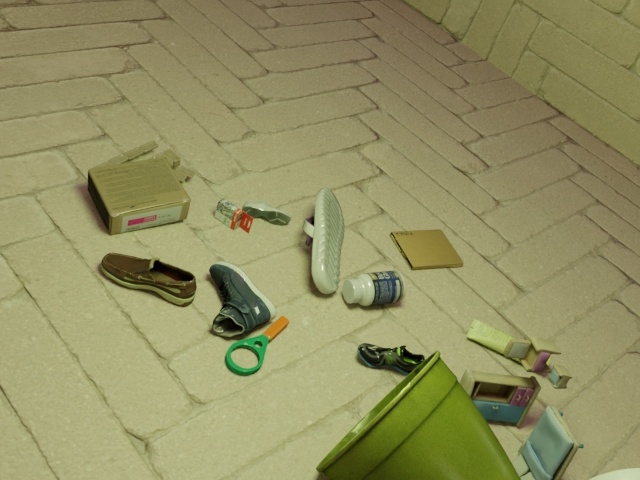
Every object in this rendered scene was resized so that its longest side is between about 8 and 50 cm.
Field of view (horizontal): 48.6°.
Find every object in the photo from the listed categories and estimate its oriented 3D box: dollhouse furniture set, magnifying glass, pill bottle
[{"bbox_3d":[0.479,0.430,1.693,0.198,0.286,0.303,9,29,-16],"label":"dollhouse furniture set"},{"bbox_3d":[-0.154,0.262,1.804,0.092,0.026,0.231,33,42,14],"label":"magnifying glass"},{"bbox_3d":[0.152,0.138,2.029,0.169,0.094,0.094,-4,46,-28],"label":"pill bottle"}]

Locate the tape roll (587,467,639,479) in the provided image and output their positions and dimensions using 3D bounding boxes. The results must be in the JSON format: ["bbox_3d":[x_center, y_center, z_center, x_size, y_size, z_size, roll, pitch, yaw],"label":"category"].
[{"bbox_3d":[0.696,0.625,1.575,0.286,0.286,0.100,14,39,-10],"label":"tape roll"}]

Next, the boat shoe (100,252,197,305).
[{"bbox_3d":[-0.437,0.076,1.827,0.257,0.095,0.095,19,39,-3],"label":"boat shoe"}]

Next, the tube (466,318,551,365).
[{"bbox_3d":[0.546,0.304,2.057,0.240,0.062,0.070,25,-5,12],"label":"tube"}]

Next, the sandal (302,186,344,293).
[{"bbox_3d":[-0.006,-0.012,2.117,0.102,0.169,0.416,-16,37,18],"label":"sandal"}]

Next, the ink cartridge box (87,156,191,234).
[{"bbox_3d":[-0.517,-0.130,2.015,0.235,0.088,0.193,-14,56,-31],"label":"ink cartridge box"}]

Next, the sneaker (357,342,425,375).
[{"bbox_3d":[0.188,0.301,1.872,0.188,0.078,0.067,16,39,-7],"label":"sneaker"}]

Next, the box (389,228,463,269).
[{"bbox_3d":[0.345,0.028,2.304,0.201,0.021,0.164,-2,45,-28],"label":"box"}]

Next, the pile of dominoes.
[{"bbox_3d":[-0.535,-0.200,2.166,0.196,0.040,0.251,41,51,20],"label":"pile of dominoes"}]

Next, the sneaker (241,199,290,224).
[{"bbox_3d":[-0.163,-0.093,2.184,0.152,0.053,0.061,16,36,-6],"label":"sneaker"}]

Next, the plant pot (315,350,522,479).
[{"bbox_3d":[0.241,0.490,1.507,0.353,0.366,0.366,47,44,10],"label":"plant pot"}]

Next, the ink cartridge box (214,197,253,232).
[{"bbox_3d":[-0.257,-0.069,2.102,0.115,0.063,0.029,33,39,14],"label":"ink cartridge box"}]

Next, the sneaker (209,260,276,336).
[{"bbox_3d":[-0.244,0.153,1.836,0.226,0.086,0.163,39,39,19],"label":"sneaker"}]
